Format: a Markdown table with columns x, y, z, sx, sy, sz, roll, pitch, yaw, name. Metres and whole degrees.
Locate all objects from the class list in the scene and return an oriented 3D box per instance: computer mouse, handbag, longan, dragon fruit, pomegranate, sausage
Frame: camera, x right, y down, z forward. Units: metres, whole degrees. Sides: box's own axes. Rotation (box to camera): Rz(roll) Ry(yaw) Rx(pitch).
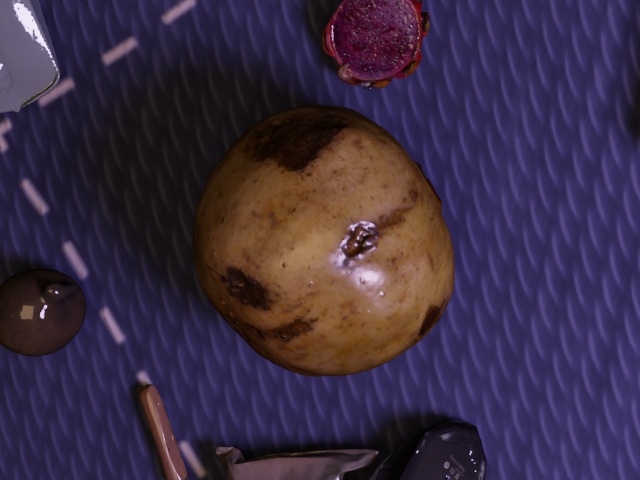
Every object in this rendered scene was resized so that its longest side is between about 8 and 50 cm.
| x | y | z | sx | sy | sz | roll | pitch | yaw | name |
| --- | --- | --- | --- | --- | --- | --- | --- | --- | --- |
| 0.104 | 0.268 | 1.688 | 0.192 | 0.062 | 0.106 | -48 | 114 | -20 | computer mouse |
| -0.014 | 0.347 | 1.701 | 0.182 | 0.117 | 0.270 | -8 | 80 | 12 | handbag |
| -0.372 | -0.249 | 1.726 | 0.128 | 0.079 | 0.231 | -19 | 96 | 13 | computer mouse |
| -0.307 | 0.075 | 1.731 | 0.106 | 0.106 | 0.119 | 52 | 133 | 1 | longan |
| 0.063 | -0.222 | 1.666 | 0.112 | 0.068 | 0.126 | 19 | 111 | 17 | dragon fruit |
| 0.000 | 0.000 | 1.598 | 0.281 | 0.281 | 0.281 | 1 | 96 | 9 | pomegranate |
| -0.178 | 0.217 | 1.768 | 0.026 | 0.026 | 0.116 | -19 | 92 | 10 | sausage |
